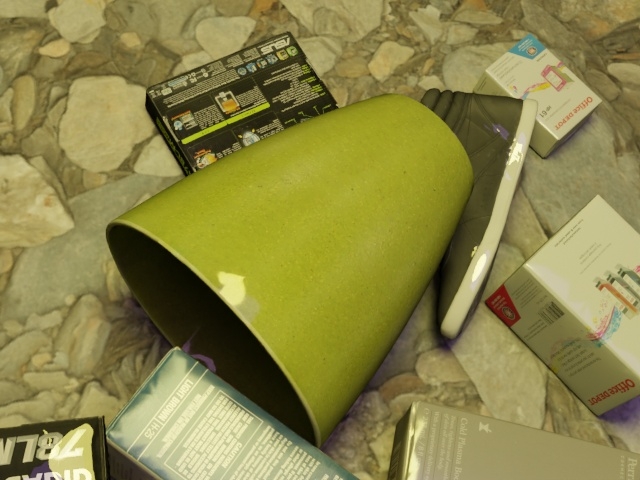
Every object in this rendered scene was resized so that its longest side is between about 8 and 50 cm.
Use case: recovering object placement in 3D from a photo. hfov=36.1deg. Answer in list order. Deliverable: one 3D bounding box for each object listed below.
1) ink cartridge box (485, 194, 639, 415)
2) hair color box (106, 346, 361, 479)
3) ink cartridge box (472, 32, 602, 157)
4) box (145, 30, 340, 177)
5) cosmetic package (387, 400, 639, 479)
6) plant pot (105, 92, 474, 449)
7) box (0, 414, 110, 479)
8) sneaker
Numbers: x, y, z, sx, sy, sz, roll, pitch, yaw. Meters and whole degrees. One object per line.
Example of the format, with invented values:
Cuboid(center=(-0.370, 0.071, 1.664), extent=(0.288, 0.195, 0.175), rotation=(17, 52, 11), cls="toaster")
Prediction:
Cuboid(center=(0.293, 0.071, 1.037), extent=(0.127, 0.128, 0.176), rotation=(-40, 81, -22), cls="ink cartridge box")
Cuboid(center=(-0.026, 0.254, 0.878), extent=(0.347, 0.174, 0.105), rotation=(36, 66, 5), cls="hair color box")
Cuboid(center=(0.259, -0.173, 1.173), extent=(0.088, 0.052, 0.122), rotation=(-41, 81, -22), cls="ink cartridge box")
Cuboid(center=(-0.071, -0.124, 1.097), extent=(0.191, 0.045, 0.184), rotation=(-27, 78, -20), cls="box")
Cuboid(center=(0.186, 0.251, 0.959), extent=(0.238, 0.107, 0.127), rotation=(11, 64, -2), cls="cosmetic package")
Cuboid(center=(0.000, 0.000, 0.929), extent=(0.275, 0.275, 0.293), rotation=(44, 68, 9), cls="plant pot")
Cuboid(center=(-0.313, 0.218, 0.773), extent=(0.293, 0.295, 0.073), rotation=(-5, 67, -13), cls="box")
Cuboid(center=(0.133, -0.041, 1.077), extent=(0.147, 0.104, 0.295), rotation=(16, 69, 8), cls="sneaker")
